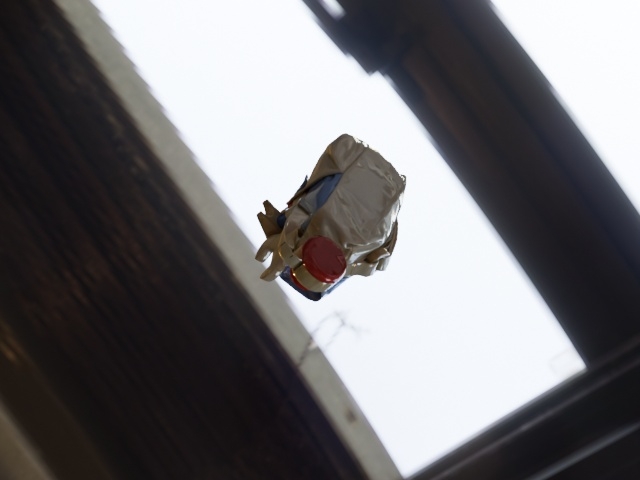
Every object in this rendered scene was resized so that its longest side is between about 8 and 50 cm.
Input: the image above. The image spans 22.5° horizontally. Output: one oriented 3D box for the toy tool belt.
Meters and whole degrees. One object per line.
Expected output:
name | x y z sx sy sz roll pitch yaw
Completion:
toy tool belt | 0.000 0.000 0.628 0.052 0.051 0.083 41 -138 -10
